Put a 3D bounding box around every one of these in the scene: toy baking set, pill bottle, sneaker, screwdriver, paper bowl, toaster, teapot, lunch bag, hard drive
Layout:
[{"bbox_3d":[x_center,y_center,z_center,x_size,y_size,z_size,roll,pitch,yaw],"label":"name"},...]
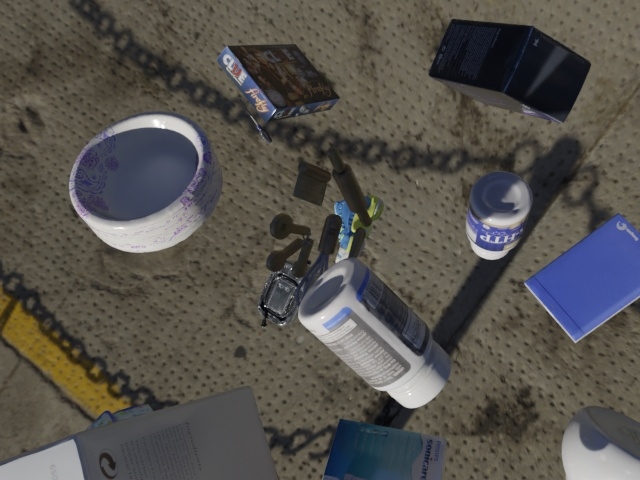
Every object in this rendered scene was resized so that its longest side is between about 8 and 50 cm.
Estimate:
[{"bbox_3d":[0.004,-0.006,0.926,0.030,0.256,0.197,23,69,39],"label":"toy baking set"},{"bbox_3d":[0.338,-0.040,1.223,0.111,0.187,0.112,-4,63,7],"label":"pill bottle"},{"bbox_3d":[0.076,-0.035,1.779,0.126,0.091,0.240,25,66,16],"label":"sneaker"},{"bbox_3d":[0.052,0.087,0.580,0.078,0.078,0.137,-43,107,8],"label":"pill bottle"},{"bbox_3d":[-0.199,-0.362,1.926,0.024,0.025,0.170,-35,119,2],"label":"screwdriver"},{"bbox_3d":[-0.333,-0.106,1.260,0.284,0.148,0.285,-6,57,9],"label":"paper bowl"},{"bbox_3d":[-0.093,0.162,1.931,0.129,0.146,0.227,28,103,20],"label":"toaster"},{"bbox_3d":[0.568,0.455,1.226,0.252,0.255,0.187,41,113,51],"label":"teapot"},{"bbox_3d":[-0.372,0.374,1.179,0.151,0.128,0.097,-13,100,-26],"label":"lunch bag"},{"bbox_3d":[0.752,0.099,1.724,0.318,0.040,0.210,-38,59,6],"label":"hard drive"}]

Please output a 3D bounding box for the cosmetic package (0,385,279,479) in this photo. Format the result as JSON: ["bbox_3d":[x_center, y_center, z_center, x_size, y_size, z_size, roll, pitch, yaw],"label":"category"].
[{"bbox_3d":[-0.231,0.301,0.748,0.229,0.453,0.162,-22,79,10],"label":"cosmetic package"}]

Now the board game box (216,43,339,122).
[{"bbox_3d":[-0.081,-0.332,1.316,0.165,0.243,0.042,51,125,8],"label":"board game box"}]

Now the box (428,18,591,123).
[{"bbox_3d":[0.312,-0.288,1.067,0.153,0.207,0.108,16,102,-31],"label":"box"}]

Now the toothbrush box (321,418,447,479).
[{"bbox_3d":[0.169,0.612,1.655,0.295,0.126,0.216,4,45,17],"label":"toothbrush box"}]
